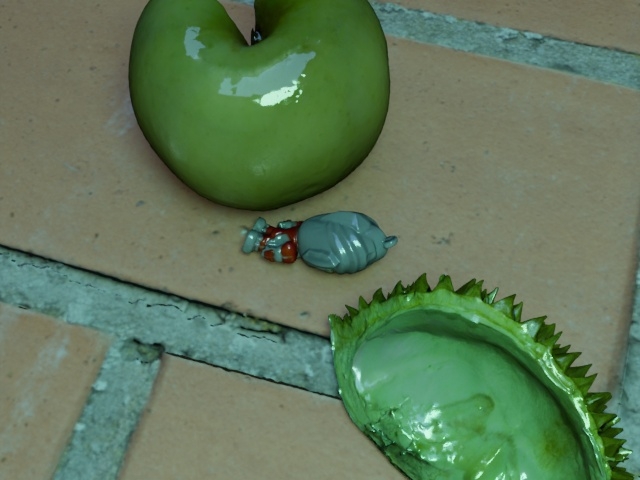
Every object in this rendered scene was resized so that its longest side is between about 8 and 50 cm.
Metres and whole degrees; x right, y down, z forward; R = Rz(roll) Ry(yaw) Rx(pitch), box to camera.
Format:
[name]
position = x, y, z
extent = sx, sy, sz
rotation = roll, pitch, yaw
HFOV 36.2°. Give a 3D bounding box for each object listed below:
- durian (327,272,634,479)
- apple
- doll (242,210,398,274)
[durian]
position = 0.160, 0.172, 0.923
extent = 0.198, 0.163, 0.394
rotation = -31, 63, -11
[apple]
position = -0.066, -0.173, 1.088
extent = 0.292, 0.254, 0.291
rotation = -2, 60, 4
[doll]
position = 0.000, 0.000, 1.088
extent = 0.180, 0.079, 0.094
rotation = 3, 33, 19
